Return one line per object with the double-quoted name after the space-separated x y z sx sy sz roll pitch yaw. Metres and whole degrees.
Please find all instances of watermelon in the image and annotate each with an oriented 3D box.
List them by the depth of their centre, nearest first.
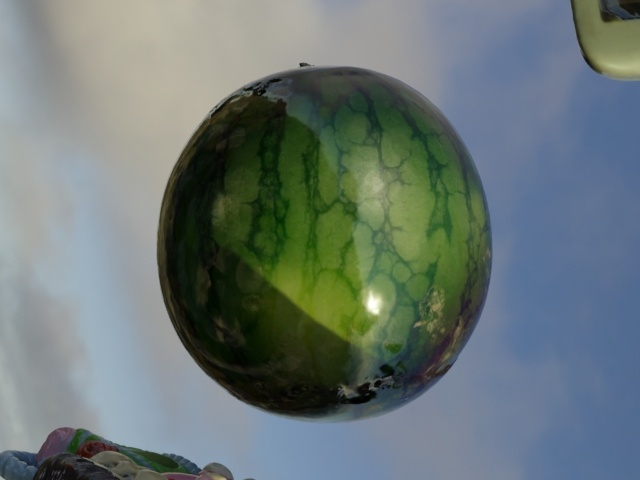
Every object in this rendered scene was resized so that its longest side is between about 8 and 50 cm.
0.000 0.000 1.307 0.363 0.363 0.363 164 -90 -74 "watermelon"

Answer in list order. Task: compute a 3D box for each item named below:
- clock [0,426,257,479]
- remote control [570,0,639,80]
-0.161 0.211 1.046 0.194 0.195 0.100 14 -97 40 "clock"
0.162 -0.228 0.707 0.038 0.090 0.309 69 17 -71 "remote control"
